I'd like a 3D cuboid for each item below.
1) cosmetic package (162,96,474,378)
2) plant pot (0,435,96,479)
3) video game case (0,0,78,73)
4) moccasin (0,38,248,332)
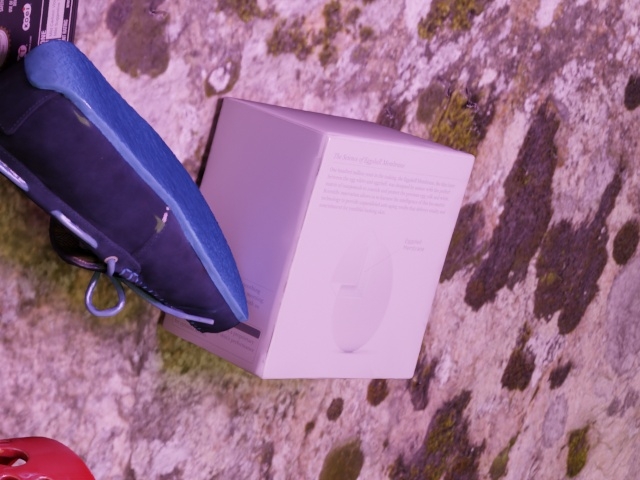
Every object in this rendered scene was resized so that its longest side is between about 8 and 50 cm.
[{"bbox_3d":[0.000,0.000,1.778,0.224,0.138,0.224,6,104,-51],"label":"cosmetic package"},{"bbox_3d":[-0.282,0.255,1.531,0.174,0.191,0.191,1,107,-46],"label":"plant pot"},{"bbox_3d":[-0.265,-0.239,1.415,0.248,0.035,0.275,-16,120,-52],"label":"video game case"},{"bbox_3d":[-0.173,-0.033,1.569,0.117,0.137,0.342,-28,132,8],"label":"moccasin"}]
